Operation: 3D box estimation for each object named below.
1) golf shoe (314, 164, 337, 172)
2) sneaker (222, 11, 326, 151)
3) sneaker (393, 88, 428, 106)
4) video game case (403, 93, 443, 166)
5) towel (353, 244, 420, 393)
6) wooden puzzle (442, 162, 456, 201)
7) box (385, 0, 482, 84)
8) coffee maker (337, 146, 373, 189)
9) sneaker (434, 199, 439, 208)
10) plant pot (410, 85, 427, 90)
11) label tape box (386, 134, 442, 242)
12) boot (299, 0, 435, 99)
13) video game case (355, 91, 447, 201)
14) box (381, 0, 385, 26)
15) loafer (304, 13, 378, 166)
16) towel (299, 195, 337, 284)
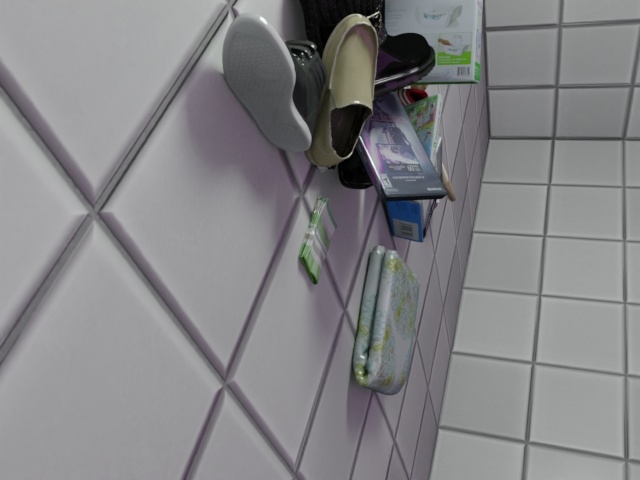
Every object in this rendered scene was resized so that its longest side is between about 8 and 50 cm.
[{"bbox_3d":[0.008,-0.173,1.196,0.176,0.069,0.086,-10,109,-67],"label":"golf shoe"},{"bbox_3d":[-0.065,-0.273,0.943,0.296,0.104,0.147,63,35,-63],"label":"sneaker"},{"bbox_3d":[0.232,-0.338,1.654,0.221,0.128,0.087,31,65,-67],"label":"sneaker"},{"bbox_3d":[0.203,-0.244,1.512,0.023,0.212,0.193,21,71,-36],"label":"video game case"},{"bbox_3d":[0.183,0.229,1.701,0.320,0.090,0.375,40,57,-61],"label":"towel"},{"bbox_3d":[0.419,-0.263,2.200,0.238,0.044,0.221,35,36,-68],"label":"wooden puzzle"},{"bbox_3d":[0.252,-0.497,1.494,0.127,0.261,0.231,-27,118,-67],"label":"box"},{"bbox_3d":[0.120,-0.173,1.396,0.178,0.171,0.120,-16,84,-46],"label":"coffee maker"},{"bbox_3d":[0.356,-0.221,2.068,0.105,0.095,0.236,-73,161,-46],"label":"sneaker"},{"bbox_3d":[0.326,-0.586,1.987,0.236,0.032,0.237,5,90,-70],"label":"plant pot"},{"bbox_3d":[0.294,-0.199,1.799,0.241,0.105,0.334,68,39,-62],"label":"label tape box"},{"bbox_3d":[0.102,-0.421,1.188,0.348,0.131,0.260,-34,128,-38],"label":"boot"},{"bbox_3d":[0.144,-0.206,1.295,0.196,0.026,0.274,-6,66,-42],"label":"video game case"},{"bbox_3d":[0.091,-0.468,1.370,0.220,0.051,0.175,-37,128,-62],"label":"box"},{"bbox_3d":[0.051,-0.253,1.069,0.101,0.092,0.269,5,104,-37],"label":"loafer"},{"bbox_3d":[0.000,0.000,1.261,0.113,0.023,0.152,63,37,-52],"label":"towel"}]
